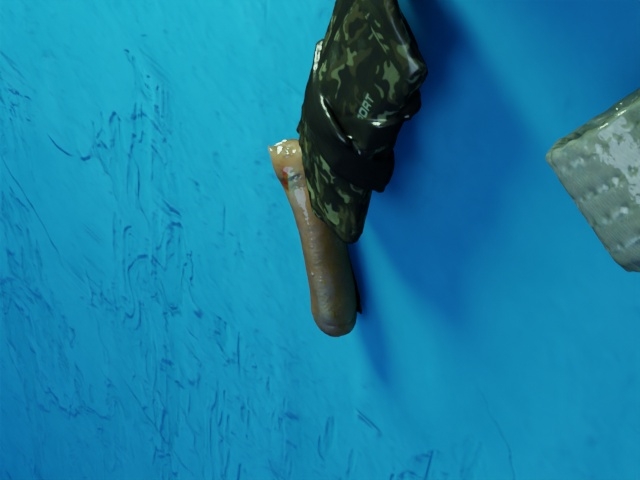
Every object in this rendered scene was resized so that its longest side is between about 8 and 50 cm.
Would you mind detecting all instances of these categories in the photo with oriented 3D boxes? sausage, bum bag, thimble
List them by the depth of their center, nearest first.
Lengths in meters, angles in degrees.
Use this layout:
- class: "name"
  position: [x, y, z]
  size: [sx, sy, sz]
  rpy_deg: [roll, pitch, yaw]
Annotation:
- class: "thimble"
  position: [0.188, -0.039, 0.808]
  size: [0.090, 0.102, 0.115]
  rpy_deg: [56, 180, 0]
- class: "bum bag"
  position: [0.025, -0.094, 1.023]
  size: [0.248, 0.069, 0.102]
  rpy_deg: [103, 162, -54]
- class: "sausage"
  position: [-0.001, 0.001, 1.184]
  size: [0.047, 0.040, 0.177]
  rpy_deg: [29, 141, 49]
